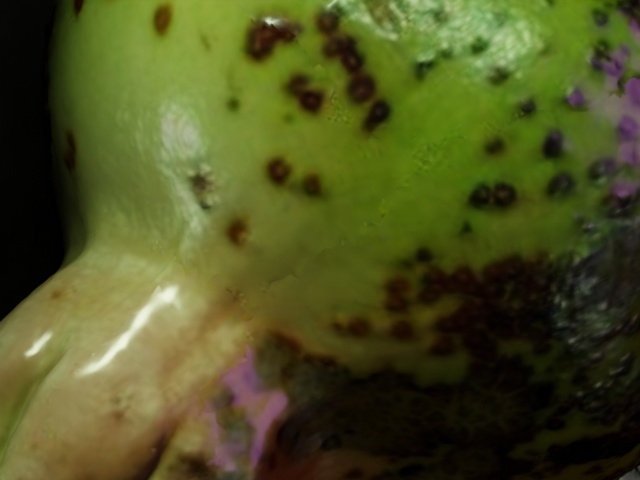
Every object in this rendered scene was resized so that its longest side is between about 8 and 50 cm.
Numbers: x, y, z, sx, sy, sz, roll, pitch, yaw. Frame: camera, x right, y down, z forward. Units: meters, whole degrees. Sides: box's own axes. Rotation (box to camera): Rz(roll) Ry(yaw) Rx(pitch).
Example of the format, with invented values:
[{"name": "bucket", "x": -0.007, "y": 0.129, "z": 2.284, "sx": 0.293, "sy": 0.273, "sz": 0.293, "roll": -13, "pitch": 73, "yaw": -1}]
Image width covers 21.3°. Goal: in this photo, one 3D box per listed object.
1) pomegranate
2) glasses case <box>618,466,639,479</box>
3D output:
[{"name": "pomegranate", "x": -0.008, "y": 0.000, "z": 0.492, "sx": 0.222, "sy": 0.276, "sz": 0.204, "roll": 51, "pitch": 0, "yaw": -18}, {"name": "glasses case", "x": 0.114, "y": 0.030, "z": 0.803, "sx": 0.272, "sy": 0.062, "sz": 0.095, "roll": 65, "pitch": 34, "yaw": -32}]
